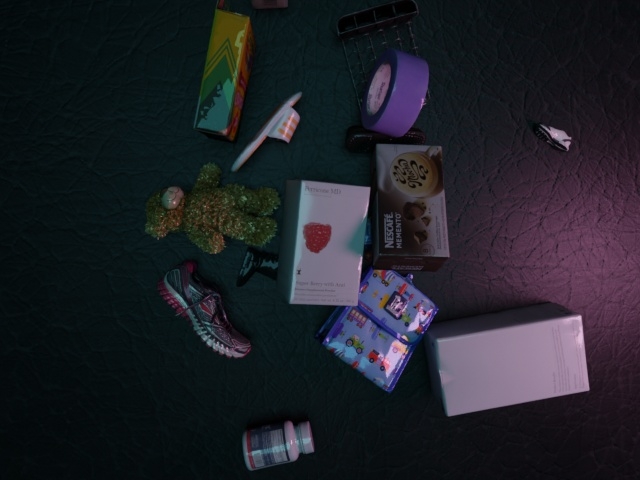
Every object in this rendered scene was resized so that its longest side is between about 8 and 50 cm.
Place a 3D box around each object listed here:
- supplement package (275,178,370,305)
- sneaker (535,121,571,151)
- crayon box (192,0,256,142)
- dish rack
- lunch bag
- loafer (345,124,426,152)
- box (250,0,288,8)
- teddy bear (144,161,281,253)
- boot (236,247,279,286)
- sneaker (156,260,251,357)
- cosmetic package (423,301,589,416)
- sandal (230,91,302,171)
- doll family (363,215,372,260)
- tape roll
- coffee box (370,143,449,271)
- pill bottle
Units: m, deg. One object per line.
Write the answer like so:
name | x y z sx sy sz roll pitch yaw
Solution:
supplement package | 0.000 0.000 1.203 0.178 0.175 0.292 4 96 -16
sneaker | 0.623 -0.284 1.288 0.109 0.040 0.043 35 77 -9
crayon box | -0.220 -0.404 1.154 0.081 0.202 0.318 11 96 -4
dish rack | 0.168 -0.451 1.230 0.209 0.074 0.271 -16 97 0
lunch bag | 0.162 0.212 1.288 0.221 0.138 0.293 37 81 -5
loafer | 0.168 -0.276 1.243 0.220 0.080 0.078 -1 52 -15
box | -0.134 -0.724 1.170 0.094 0.113 0.274 -3 97 -3
teddy bear | -0.266 -0.079 1.199 0.338 0.113 0.245 21 72 3
boot | -0.164 0.082 1.289 0.099 0.045 0.121 20 97 -10
sneaker | -0.290 0.186 1.255 0.112 0.121 0.299 -43 96 0
cosmetic package | 0.484 0.310 1.284 0.386 0.156 0.217 -8 96 0
sandal | -0.123 -0.263 1.228 0.076 0.102 0.265 40 91 -18
doll family | 0.174 -0.011 1.279 0.193 0.076 0.111 -6 99 2
tape roll | 0.169 -0.343 1.122 0.080 0.189 0.188 11 96 -17
coffee box | 0.214 -0.080 1.192 0.168 0.119 0.296 3 70 -1
pill bottle | -0.113 0.551 1.306 0.180 0.108 0.107 -11 96 -1
